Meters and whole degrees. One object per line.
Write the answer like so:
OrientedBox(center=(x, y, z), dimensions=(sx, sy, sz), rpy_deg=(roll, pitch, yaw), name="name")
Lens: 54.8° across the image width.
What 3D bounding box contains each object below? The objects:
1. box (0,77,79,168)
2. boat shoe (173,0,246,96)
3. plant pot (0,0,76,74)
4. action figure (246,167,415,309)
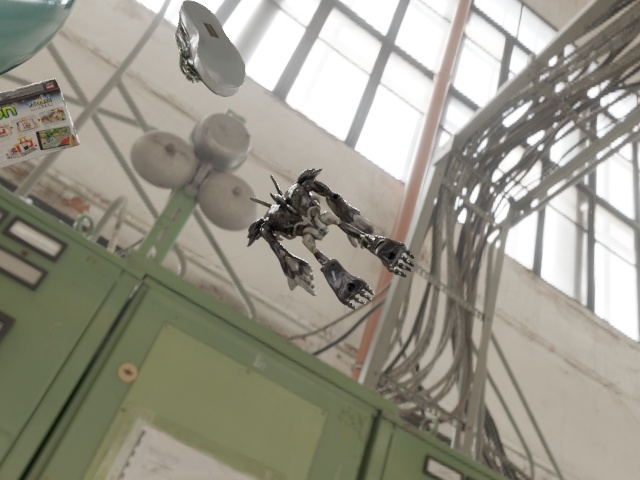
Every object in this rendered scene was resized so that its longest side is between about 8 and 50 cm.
OrientedBox(center=(-0.509, -0.177, 0.993), dimensions=(0.036, 0.207, 0.114), rpy_deg=(51, -27, 39), name="box")
OrientedBox(center=(-0.250, -0.388, 1.315), dimensions=(0.113, 0.306, 0.105), rpy_deg=(-1, -41, -39), name="boat shoe")
OrientedBox(center=(-0.334, -0.257, 0.502), dimensions=(0.293, 0.235, 0.293), rpy_deg=(2, -74, 7), name="plant pot")
OrientedBox(center=(0.000, 0.000, 0.883), dimensions=(0.275, 0.164, 0.141), rpy_deg=(38, -12, 50), name="action figure")
